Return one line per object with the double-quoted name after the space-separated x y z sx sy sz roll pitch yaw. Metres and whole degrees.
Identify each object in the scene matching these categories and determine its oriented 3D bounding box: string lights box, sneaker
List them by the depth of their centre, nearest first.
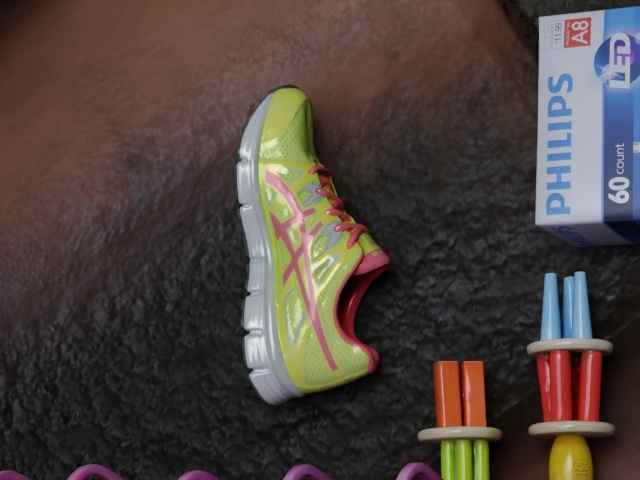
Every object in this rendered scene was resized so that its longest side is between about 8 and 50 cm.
0.260 -0.071 1.047 0.260 0.077 0.133 -3 78 26 "string lights box"
0.000 0.000 1.169 0.094 0.081 0.208 -6 82 18 "sneaker"

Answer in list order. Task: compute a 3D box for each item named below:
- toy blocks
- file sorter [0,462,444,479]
0.118 0.096 1.094 0.123 0.054 0.148 -6 76 25 "toy blocks"
-0.053 0.236 1.021 0.291 0.182 0.202 -5 60 26 "file sorter"
